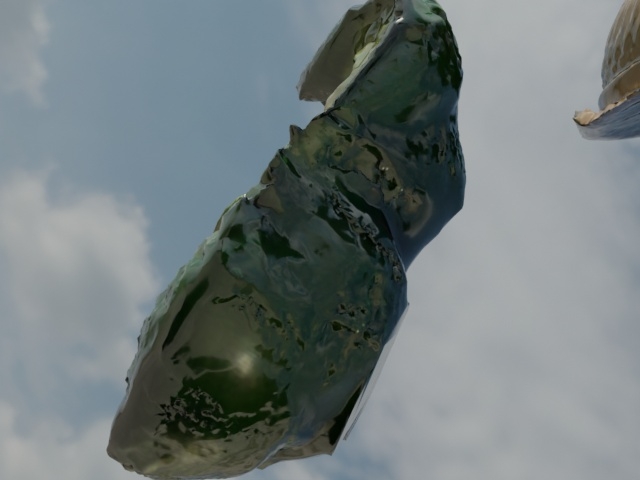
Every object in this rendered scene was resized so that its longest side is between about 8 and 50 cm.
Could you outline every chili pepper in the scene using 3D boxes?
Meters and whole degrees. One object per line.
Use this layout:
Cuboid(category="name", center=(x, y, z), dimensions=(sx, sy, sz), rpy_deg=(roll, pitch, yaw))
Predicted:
Cuboid(category="chili pepper", center=(0.005, 0.006, 0.698), dimensions=(0.116, 0.265, 0.148), rpy_deg=(32, -30, -3))

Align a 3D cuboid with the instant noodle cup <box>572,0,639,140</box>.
Cuboid(category="instant noodle cup", center=(0.264, -0.141, 0.839), dimensions=(0.274, 0.274, 0.091), rpy_deg=(-28, -104, 54))
